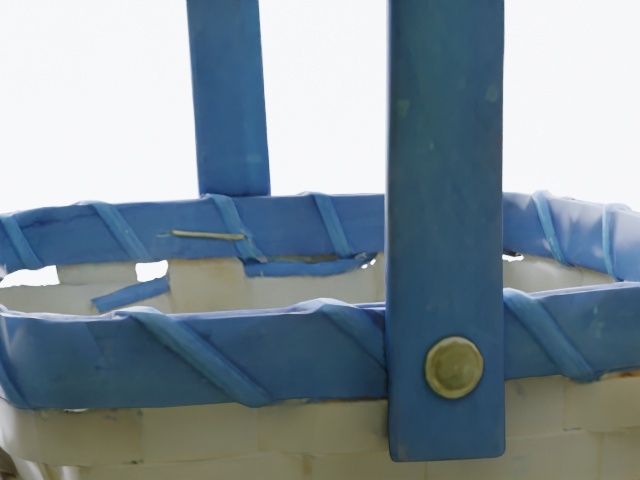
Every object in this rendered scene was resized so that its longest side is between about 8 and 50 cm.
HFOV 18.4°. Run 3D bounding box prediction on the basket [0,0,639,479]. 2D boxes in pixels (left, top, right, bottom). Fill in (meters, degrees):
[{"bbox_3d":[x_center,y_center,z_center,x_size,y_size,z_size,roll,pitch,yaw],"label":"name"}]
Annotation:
[{"bbox_3d":[0.000,0.000,0.506,0.201,0.255,0.289,1,-87,-11],"label":"basket"}]
